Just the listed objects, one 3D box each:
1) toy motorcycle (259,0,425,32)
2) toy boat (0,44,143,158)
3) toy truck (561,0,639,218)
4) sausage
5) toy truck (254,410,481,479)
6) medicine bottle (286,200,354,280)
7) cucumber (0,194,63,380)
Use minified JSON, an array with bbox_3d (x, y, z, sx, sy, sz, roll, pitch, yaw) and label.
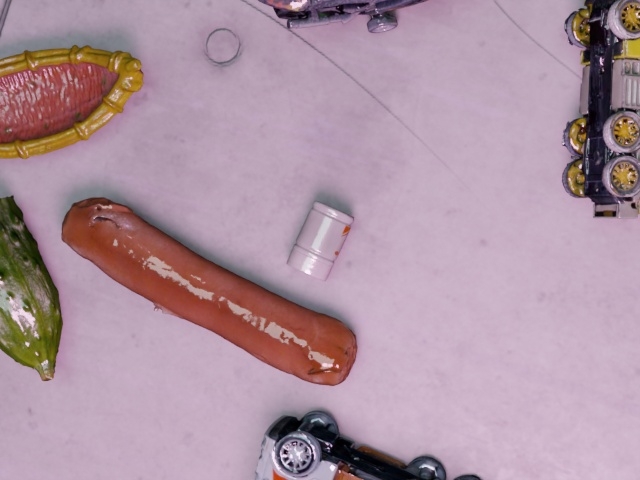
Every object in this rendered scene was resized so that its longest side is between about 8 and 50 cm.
[{"bbox_3d":[0.079,-0.325,1.828,0.307,0.173,0.108,-14,86,8],"label":"toy motorcycle"},{"bbox_3d":[-0.371,-0.179,1.946,0.318,0.099,0.141,-12,84,7],"label":"toy boat"},{"bbox_3d":[0.382,-0.160,1.777,0.157,0.124,0.272,2,90,-19],"label":"toy truck"},{"bbox_3d":[-0.145,0.062,1.890,0.419,0.094,0.094,29,53,11],"label":"sausage"},{"bbox_3d":[0.061,0.332,1.814,0.305,0.136,0.162,22,100,9],"label":"toy truck"},{"bbox_3d":[0.000,0.000,1.882,0.057,0.057,0.089,25,91,11],"label":"medicine bottle"},{"bbox_3d":[-0.398,0.070,1.925,0.134,0.134,0.244,-29,85,8],"label":"cucumber"}]
